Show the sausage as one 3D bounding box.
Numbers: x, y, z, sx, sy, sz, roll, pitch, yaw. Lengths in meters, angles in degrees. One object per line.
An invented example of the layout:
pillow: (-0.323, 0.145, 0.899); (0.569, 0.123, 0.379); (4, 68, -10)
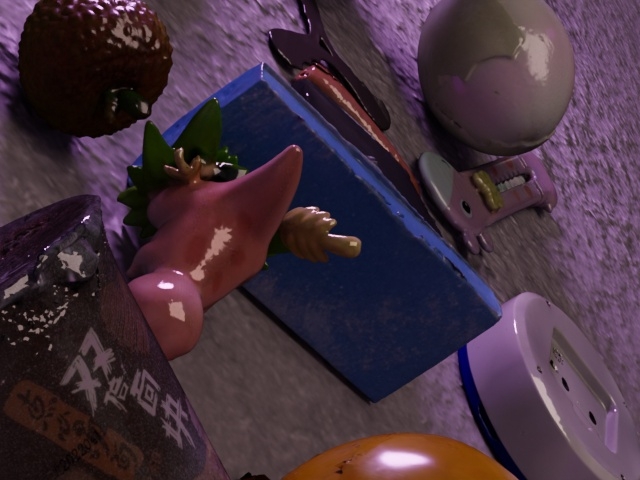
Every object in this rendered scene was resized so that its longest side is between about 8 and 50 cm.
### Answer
sausage: (0.041, -0.100, 1.706); (0.186, 0.043, 0.043); (50, 24, -16)

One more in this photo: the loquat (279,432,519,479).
loquat: (0.046, 0.237, 1.055); (0.235, 0.235, 0.235); (44, 26, -29)

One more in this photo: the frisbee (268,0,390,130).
frisbee: (0.000, -0.212, 1.805); (0.211, 0.012, 0.187); (32, 32, -45)

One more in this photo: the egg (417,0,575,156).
egg: (0.208, -0.192, 1.975); (0.183, 0.183, 0.217); (28, 36, -49)

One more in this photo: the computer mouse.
computer mouse: (0.022, -0.042, 1.547); (0.168, 0.087, 0.295); (41, 14, -19)

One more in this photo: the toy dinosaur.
toy dinosaur: (-0.088, -0.005, 1.193); (0.152, 0.194, 0.177); (59, 0, -18)

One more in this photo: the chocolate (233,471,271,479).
chocolate: (-0.061, 0.194, 1.142); (0.182, 0.028, 0.086); (8, 50, -59)

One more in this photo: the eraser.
eraser: (0.000, 0.000, 1.366); (0.312, 0.144, 0.042); (43, 22, -30)

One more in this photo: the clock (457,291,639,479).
clock: (0.233, 0.165, 1.703); (0.230, 0.083, 0.230); (41, 29, -29)

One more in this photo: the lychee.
lychee: (-0.165, -0.132, 1.242); (0.114, 0.114, 0.146); (31, 23, -47)

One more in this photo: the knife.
knife: (0.209, -0.063, 1.997); (0.132, 0.038, 0.399); (62, 23, 4)

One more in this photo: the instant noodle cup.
instant noodle cup: (-0.149, 0.117, 0.851); (0.207, 0.217, 0.217); (59, 22, -13)
